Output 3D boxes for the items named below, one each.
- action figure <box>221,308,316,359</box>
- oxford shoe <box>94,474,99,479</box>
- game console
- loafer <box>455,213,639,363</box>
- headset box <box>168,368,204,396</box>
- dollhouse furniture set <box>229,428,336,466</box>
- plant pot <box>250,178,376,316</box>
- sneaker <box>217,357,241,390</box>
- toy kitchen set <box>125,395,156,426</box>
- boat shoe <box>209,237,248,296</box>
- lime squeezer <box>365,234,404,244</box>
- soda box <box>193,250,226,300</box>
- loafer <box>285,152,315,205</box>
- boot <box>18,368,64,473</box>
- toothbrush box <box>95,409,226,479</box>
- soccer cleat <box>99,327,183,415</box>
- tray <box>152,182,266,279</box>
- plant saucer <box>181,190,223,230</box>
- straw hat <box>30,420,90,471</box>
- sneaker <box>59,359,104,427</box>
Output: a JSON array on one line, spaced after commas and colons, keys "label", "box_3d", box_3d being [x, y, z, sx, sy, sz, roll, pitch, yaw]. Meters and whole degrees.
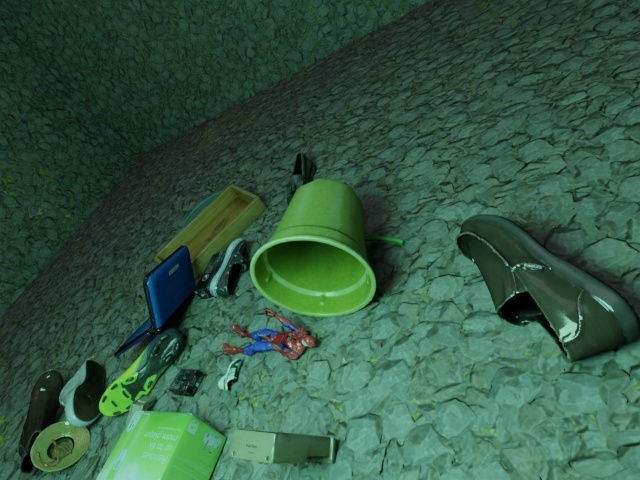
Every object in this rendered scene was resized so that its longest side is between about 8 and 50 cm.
[{"label": "action figure", "box_3d": [-0.139, 0.220, 1.058, 0.281, 0.139, 0.091, -6, 45, 36]}, {"label": "oxford shoe", "box_3d": [-0.468, 0.553, 1.023, 0.212, 0.076, 0.076, -45, 57, -6]}, {"label": "game console", "box_3d": [-0.517, 0.177, 1.376, 0.174, 0.249, 0.293, -3, 18, 6]}, {"label": "loafer", "box_3d": [0.342, 0.069, 0.774, 0.130, 0.133, 0.366, -38, 32, -1]}, {"label": "headset box", "box_3d": [-0.352, 0.370, 1.163, 0.084, 0.032, 0.062, -8, 42, 36]}, {"label": "dollhouse furniture set", "box_3d": [-0.071, 0.448, 0.734, 0.212, 0.161, 0.241, -12, 62, 35]}, {"label": "plant pot", "box_3d": [0.000, 0.000, 1.054, 0.276, 0.276, 0.253, -18, 39, 28]}, {"label": "sneaker", "box_3d": [-0.212, 0.328, 1.088, 0.037, 0.031, 0.083, 13, 61, 35]}, {"label": "toy kitchen set", "box_3d": [-0.450, 0.459, 1.154, 0.068, 0.075, 0.083, 11, 86, 6]}, {"label": "boat shoe", "box_3d": [-0.269, 0.084, 1.415, 0.076, 0.080, 0.228, 3, 44, 23]}, {"label": "lime squeezer", "box_3d": [0.065, 0.019, 1.184, 0.311, 0.058, 0.109, -23, 34, 20]}, {"label": "soda box", "box_3d": [-0.349, 0.115, 1.465, 0.060, 0.053, 0.168, -17, 37, 31]}, {"label": "loafer", "box_3d": [-0.085, -0.217, 1.605, 0.096, 0.084, 0.267, -19, 36, 26]}, {"label": "boot", "box_3d": [-0.811, 0.518, 1.303, 0.207, 0.090, 0.248, 0, 75, 59]}, {"label": "toothbrush box", "box_3d": [-0.352, 0.507, 0.905, 0.207, 0.122, 0.283, -12, 41, 35]}, {"label": "soccer cleat", "box_3d": [-0.501, 0.374, 1.274, 0.289, 0.093, 0.121, -49, 8, -13]}, {"label": "tray", "box_3d": [-0.410, -0.027, 1.663, 0.411, 0.076, 0.203, -46, 44, -16]}, {"label": "plant saucer", "box_3d": [-0.472, -0.110, 1.888, 0.318, 0.043, 0.317, -25, 35, 19]}, {"label": "straw hat", "box_3d": [-0.708, 0.573, 1.216, 0.144, 0.145, 0.061, -98, 23, -55]}, {"label": "sneaker", "box_3d": [-0.715, 0.480, 1.324, 0.123, 0.106, 0.290, -47, 23, -3]}]
